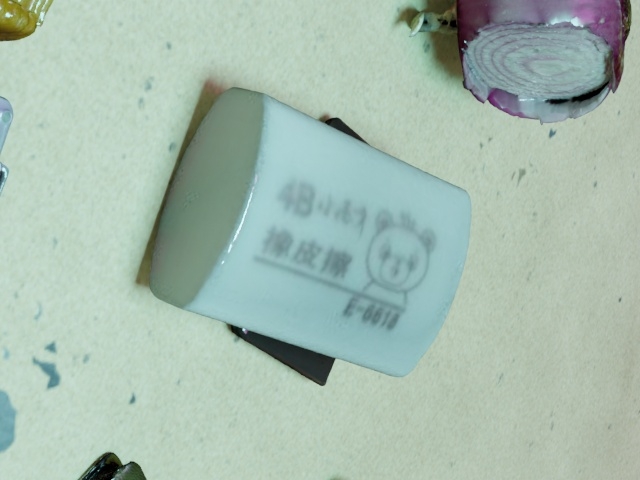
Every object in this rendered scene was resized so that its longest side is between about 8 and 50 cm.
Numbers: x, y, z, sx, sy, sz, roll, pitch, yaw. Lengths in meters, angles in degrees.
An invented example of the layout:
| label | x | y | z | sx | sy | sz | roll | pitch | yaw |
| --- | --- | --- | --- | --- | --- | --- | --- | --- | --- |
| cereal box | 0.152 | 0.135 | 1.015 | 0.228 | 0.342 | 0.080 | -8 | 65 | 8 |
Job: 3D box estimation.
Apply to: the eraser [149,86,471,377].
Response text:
| label | x | y | z | sx | sy | sz | roll | pitch | yaw |
| --- | --- | --- | --- | --- | --- | --- | --- | --- | --- |
| eraser | 0.000 | 0.000 | 1.273 | 0.270 | 0.095 | 0.174 | 22 | 87 | -45 |

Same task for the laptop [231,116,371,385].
| label | x | y | z | sx | sy | sz | roll | pitch | yaw |
| --- | --- | --- | --- | --- | --- | --- | --- | --- | --- |
| laptop | 0.002 | 0.011 | 1.374 | 0.154 | 0.026 | 0.207 | 36 | 74 | -51 |

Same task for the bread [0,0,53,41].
| label | x | y | z | sx | sy | sz | roll | pitch | yaw |
| --- | --- | --- | --- | --- | --- | --- | --- | --- | --- |
| bread | -0.226 | -0.177 | 0.836 | 0.199 | 0.199 | 0.104 | 26 | 86 | -55 |

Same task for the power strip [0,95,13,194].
| label | x | y | z | sx | sy | sz | roll | pitch | yaw |
| --- | --- | --- | --- | --- | --- | --- | --- | --- | --- |
| power strip | -0.294 | -0.068 | 0.923 | 0.279 | 0.037 | 0.109 | 21 | 87 | -55 |

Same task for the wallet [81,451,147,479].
| label | x | y | z | sx | sy | sz | roll | pitch | yaw |
| --- | --- | --- | --- | --- | --- | --- | --- | --- | --- |
| wallet | -0.198 | 0.262 | 1.200 | 0.198 | 0.031 | 0.110 | -46 | 137 | -32 |

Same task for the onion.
| label | x | y | z | sx | sy | sz | roll | pitch | yaw |
| --- | --- | --- | --- | --- | --- | --- | --- | --- | --- |
| onion | 0.200 | -0.219 | 1.422 | 0.207 | 0.200 | 0.200 | 36 | 74 | -39 |
